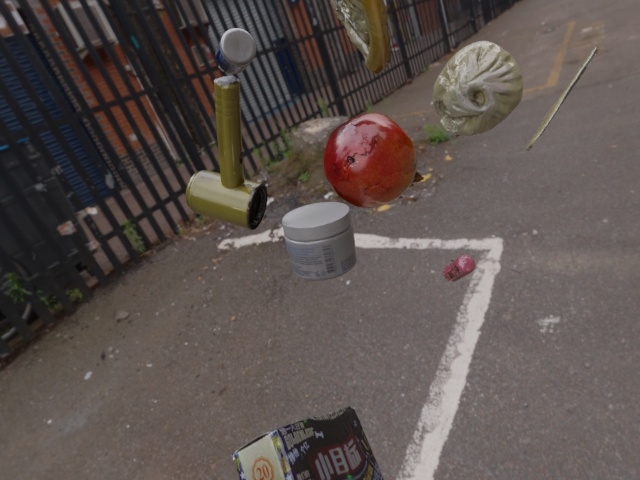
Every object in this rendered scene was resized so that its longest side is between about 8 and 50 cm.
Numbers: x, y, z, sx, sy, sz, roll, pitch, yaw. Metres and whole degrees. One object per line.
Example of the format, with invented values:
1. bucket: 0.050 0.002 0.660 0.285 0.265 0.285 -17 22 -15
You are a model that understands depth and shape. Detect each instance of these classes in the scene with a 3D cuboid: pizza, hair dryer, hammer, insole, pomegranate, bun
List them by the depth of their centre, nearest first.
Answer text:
1. pizza: 0.034 -0.377 0.626 0.034 0.181 0.262 -26 68 0
2. hair dryer: -0.170 -0.151 0.754 0.135 0.278 0.090 17 42 11
3. insole: 0.445 -0.262 0.790 0.247 0.011 0.081 -52 -12 -14
4. hammer: 0.279 0.057 0.865 0.043 0.043 0.083 -30 -12 -19
5. bun: 0.336 -0.322 0.930 0.193 0.178 0.128 -42 8 25
6. pomegranate: 0.119 -0.172 0.950 0.235 0.210 0.210 9 5 -33

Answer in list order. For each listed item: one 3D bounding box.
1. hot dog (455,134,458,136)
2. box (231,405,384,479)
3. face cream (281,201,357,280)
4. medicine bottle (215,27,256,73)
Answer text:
1. hot dog: 0.358 -0.326 1.083 0.078 0.168 0.061 11 50 15
2. box: 0.029 0.381 0.526 0.084 0.310 0.198 -36 -27 21
3. face cream: 0.000 0.000 1.097 0.178 0.152 0.177 -10 24 4
4. medicine bottle: -0.270 -0.584 1.334 0.107 0.106 0.191 -27 18 -13
